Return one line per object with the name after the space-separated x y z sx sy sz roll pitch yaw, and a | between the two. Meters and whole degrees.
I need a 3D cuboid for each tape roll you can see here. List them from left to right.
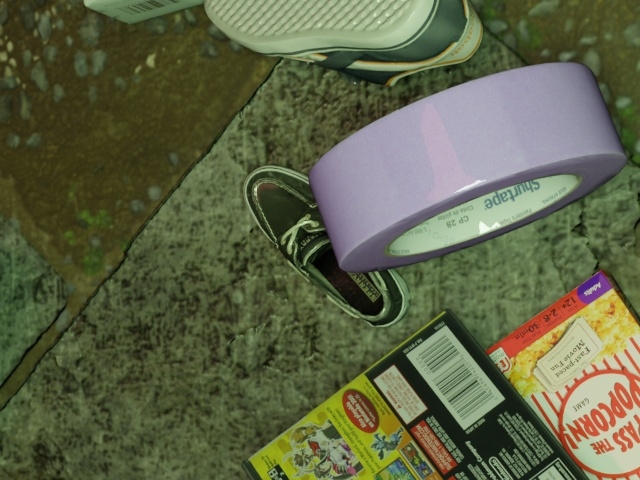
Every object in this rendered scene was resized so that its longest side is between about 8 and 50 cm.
0.131 -0.061 1.439 0.274 0.275 0.090 -24 77 18 | tape roll

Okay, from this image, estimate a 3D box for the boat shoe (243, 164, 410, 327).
0.000 0.000 1.595 0.219 0.070 0.078 42 101 19 | boat shoe

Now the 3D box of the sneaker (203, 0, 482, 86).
0.019 -0.222 1.586 0.321 0.127 0.126 20 87 46 | sneaker

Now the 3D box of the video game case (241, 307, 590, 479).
0.098 0.234 1.452 0.248 0.035 0.275 -37 58 -2 | video game case

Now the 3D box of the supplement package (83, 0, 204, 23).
-0.192 -0.333 1.675 0.105 0.105 0.179 -13 81 20 | supplement package

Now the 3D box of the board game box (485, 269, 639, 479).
0.262 0.148 1.496 0.146 0.045 0.193 -38 74 15 | board game box
